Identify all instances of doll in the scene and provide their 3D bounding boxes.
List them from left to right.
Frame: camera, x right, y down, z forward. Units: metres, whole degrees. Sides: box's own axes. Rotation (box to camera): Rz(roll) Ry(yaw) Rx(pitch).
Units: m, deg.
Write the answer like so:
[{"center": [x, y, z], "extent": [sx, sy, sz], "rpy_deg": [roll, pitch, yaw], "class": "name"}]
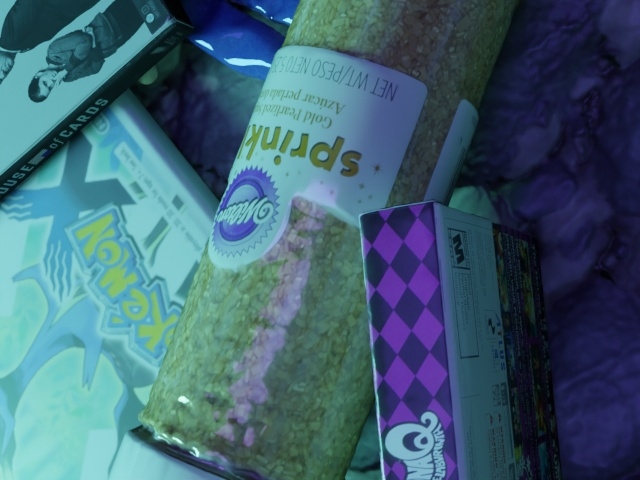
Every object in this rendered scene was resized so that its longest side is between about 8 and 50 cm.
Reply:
[{"center": [-0.079, -0.154, 0.741], "extent": [0.189, 0.046, 0.129], "rpy_deg": [31, 97, 21], "class": "doll"}]

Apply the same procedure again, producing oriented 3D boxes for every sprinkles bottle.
[{"center": [0.000, 0.000, 0.630], "extent": [0.121, 0.121, 0.355], "rpy_deg": [18, 84, 23], "class": "sprinkles bottle"}]

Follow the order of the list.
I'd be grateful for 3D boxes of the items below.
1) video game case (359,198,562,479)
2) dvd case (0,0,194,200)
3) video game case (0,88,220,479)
[{"center": [0.079, 0.105, 0.568], "extent": [0.042, 0.210, 0.232], "rpy_deg": [-7, 84, 21], "class": "video game case"}, {"center": [-0.210, -0.131, 0.764], "extent": [0.238, 0.029, 0.179], "rpy_deg": [-37, 69, 19], "class": "dvd case"}, {"center": [-0.178, 0.068, 0.772], "extent": [0.300, 0.036, 0.329], "rpy_deg": [-44, 72, 14], "class": "video game case"}]
